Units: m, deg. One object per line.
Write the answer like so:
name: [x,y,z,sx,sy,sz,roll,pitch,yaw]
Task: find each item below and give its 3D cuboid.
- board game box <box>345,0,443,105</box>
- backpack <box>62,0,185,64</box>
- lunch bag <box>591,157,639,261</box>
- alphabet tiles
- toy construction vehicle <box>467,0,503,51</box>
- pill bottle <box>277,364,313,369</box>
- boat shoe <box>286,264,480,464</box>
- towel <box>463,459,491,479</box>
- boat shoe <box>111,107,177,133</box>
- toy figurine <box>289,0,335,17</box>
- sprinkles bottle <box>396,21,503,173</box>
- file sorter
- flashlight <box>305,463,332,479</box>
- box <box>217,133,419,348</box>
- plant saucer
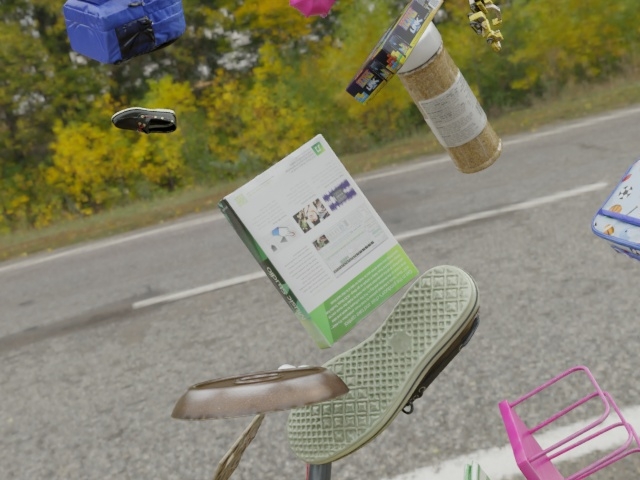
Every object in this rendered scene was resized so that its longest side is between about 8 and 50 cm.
board game box: [0.123,-0.327,1.340,0.170,0.048,0.141,-58,10,-30]
backpack: [-0.214,-0.260,0.899,0.120,0.101,0.098,-29,46,-35]
lunch bag: [0.721,-0.052,1.657,0.243,0.115,0.303,-52,21,-1]
alphabet tiles: [-0.182,0.459,1.682,0.009,0.237,0.198,32,42,9]
toy construction vehicle: [0.284,-0.373,1.349,0.035,0.098,0.086,-27,50,30]
pill bottle: [-0.021,0.443,2.319,0.246,0.136,0.136,14,28,39]
boat shoe: [0.136,0.261,1.594,0.500,0.156,0.187,-47,59,4]
towel: [0.402,0.670,1.724,0.038,0.325,0.248,-30,16,24]
boat shoe: [-0.364,-0.246,1.651,0.133,0.049,0.042,-3,54,-20]
toy figurine: [-0.021,-0.417,1.273,0.130,0.159,0.173,-21,-25,8]
sprinkles bottle: [0.264,-0.302,1.701,0.121,0.355,0.121,-26,35,20]
file sorter: [0.477,0.396,1.387,0.182,0.290,0.202,-34,12,13]
flashlight: [-0.018,0.501,1.761,0.103,0.304,0.103,3,-19,9]
box: [0.000,0.000,1.437,0.232,0.322,0.058,-36,1,-25]
plant saucer: [-0.106,0.260,1.382,0.310,0.050,0.310,-7,-4,0]
